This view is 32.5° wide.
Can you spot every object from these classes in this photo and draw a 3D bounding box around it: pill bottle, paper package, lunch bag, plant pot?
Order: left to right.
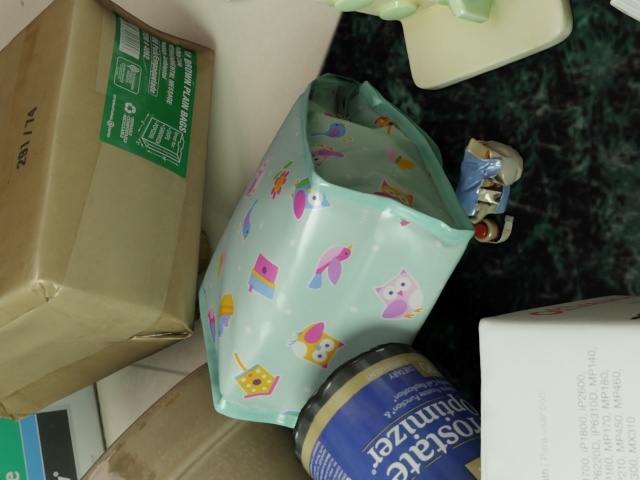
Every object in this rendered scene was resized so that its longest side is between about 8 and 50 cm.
[{"bbox_3d":[-0.258,-0.029,1.071,0.309,0.168,0.325,-27,51,41],"label":"paper package"},{"bbox_3d":[-0.069,0.258,0.945,0.229,0.263,0.263,42,119,14],"label":"plant pot"},{"bbox_3d":[0.000,0.000,0.911,0.262,0.160,0.223,-105,36,-61],"label":"lunch bag"},{"bbox_3d":[0.087,0.182,0.750,0.219,0.122,0.123,45,119,35],"label":"pill bottle"}]

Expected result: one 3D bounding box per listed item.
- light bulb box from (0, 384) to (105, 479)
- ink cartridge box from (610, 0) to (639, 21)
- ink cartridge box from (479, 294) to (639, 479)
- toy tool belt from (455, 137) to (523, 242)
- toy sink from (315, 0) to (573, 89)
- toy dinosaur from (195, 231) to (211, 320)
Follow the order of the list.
[{"bbox_3d":[-0.440,0.249,1.273,0.361,0.225,0.358,-20,77,40],"label":"light bulb box"},{"bbox_3d":[0.258,-0.201,0.762,0.063,0.029,0.115,41,116,34],"label":"ink cartridge box"},{"bbox_3d":[0.270,0.096,0.605,0.306,0.226,0.131,-1,90,35],"label":"ink cartridge box"},{"bbox_3d":[0.125,-0.039,0.870,0.052,0.051,0.083,17,102,41],"label":"toy tool belt"},{"bbox_3d":[0.079,-0.252,0.855,0.152,0.131,0.234,-16,81,42],"label":"toy sink"},{"bbox_3d":[-0.154,0.000,1.137,0.092,0.053,0.183,0,97,26],"label":"toy dinosaur"}]
